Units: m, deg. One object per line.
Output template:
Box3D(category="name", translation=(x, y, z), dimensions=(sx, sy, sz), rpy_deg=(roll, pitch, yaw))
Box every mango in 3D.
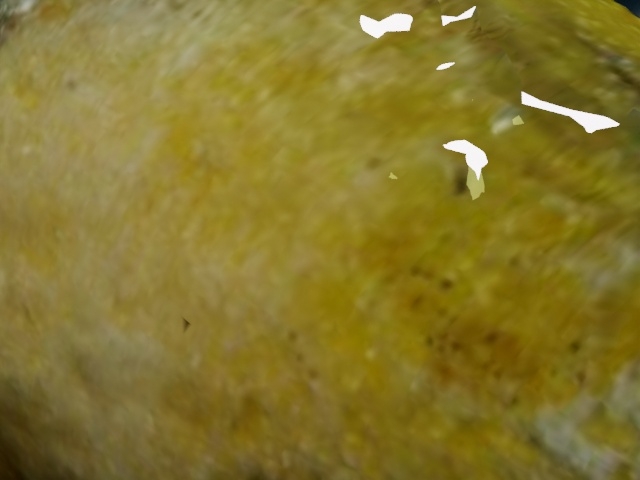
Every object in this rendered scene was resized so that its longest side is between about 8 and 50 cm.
Box3D(category="mango", translation=(0.001, 0.004, 0.434), dimensions=(0.329, 0.176, 0.175), rpy_deg=(31, 68, 34))
